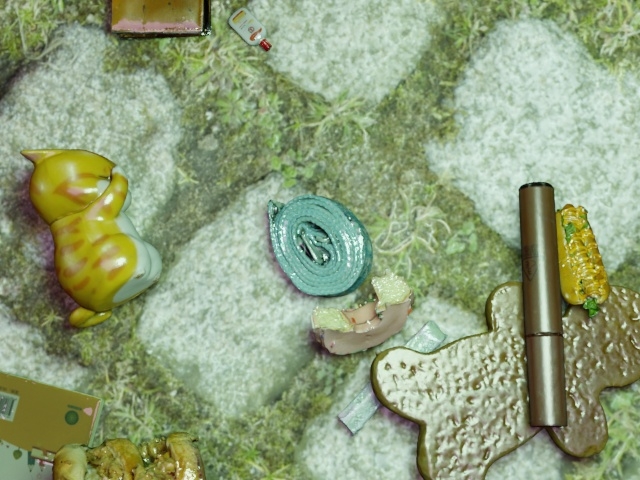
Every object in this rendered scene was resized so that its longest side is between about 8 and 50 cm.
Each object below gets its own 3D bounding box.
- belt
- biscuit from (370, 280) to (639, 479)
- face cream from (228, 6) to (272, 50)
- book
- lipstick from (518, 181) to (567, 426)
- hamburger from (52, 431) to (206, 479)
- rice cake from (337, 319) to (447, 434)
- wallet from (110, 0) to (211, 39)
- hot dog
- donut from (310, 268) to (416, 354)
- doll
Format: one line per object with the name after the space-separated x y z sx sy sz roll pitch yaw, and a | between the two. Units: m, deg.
0.004 0.008 1.477 0.148 0.082 0.162 -9 84 14 | belt
0.310 0.204 1.429 0.432 0.064 0.283 -27 81 -8 | biscuit
-0.112 -0.342 1.566 0.040 0.021 0.083 -44 81 -1 | face cream
-0.474 0.365 1.496 0.208 0.020 0.295 14 83 6 | book
0.323 0.090 1.393 0.057 0.057 0.356 -1 78 4 | lipstick
-0.263 0.386 1.381 0.212 0.260 0.245 -12 125 -12 | hamburger
0.110 0.207 1.463 0.043 0.034 0.211 43 87 5 | rice cake
-0.262 -0.426 1.584 0.161 0.042 0.195 -2 80 0 | wallet
0.384 0.024 1.426 0.072 0.055 0.188 -1 54 -6 | hot dog
0.065 0.118 1.448 0.166 0.117 0.065 -20 52 -8 | donut
-0.347 -0.019 1.473 0.162 0.166 0.269 -17 78 0 | doll
